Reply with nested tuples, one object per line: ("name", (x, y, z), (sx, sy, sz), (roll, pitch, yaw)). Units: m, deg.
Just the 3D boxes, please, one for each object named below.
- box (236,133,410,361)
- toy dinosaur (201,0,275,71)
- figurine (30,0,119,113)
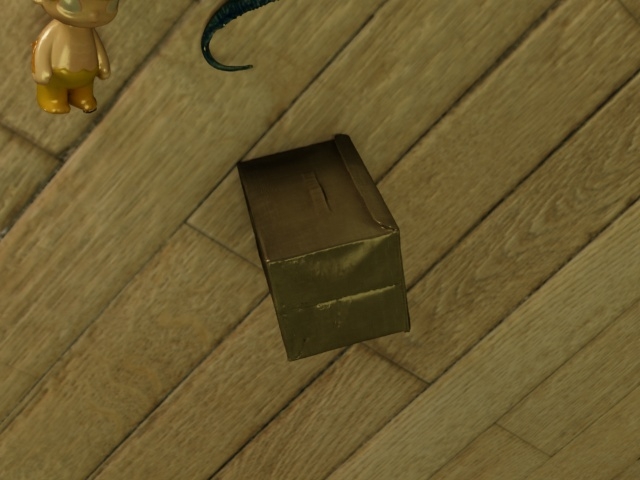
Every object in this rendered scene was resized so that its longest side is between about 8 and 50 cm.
("box", (0.000, 0.000, 1.039), (0.149, 0.231, 0.155), (-14, 126, -5))
("toy dinosaur", (-0.014, -0.306, 0.884), (0.076, 0.147, 0.363), (11, 155, -44))
("figurine", (-0.241, -0.246, 0.872), (0.156, 0.131, 0.246), (-16, 135, -49))
